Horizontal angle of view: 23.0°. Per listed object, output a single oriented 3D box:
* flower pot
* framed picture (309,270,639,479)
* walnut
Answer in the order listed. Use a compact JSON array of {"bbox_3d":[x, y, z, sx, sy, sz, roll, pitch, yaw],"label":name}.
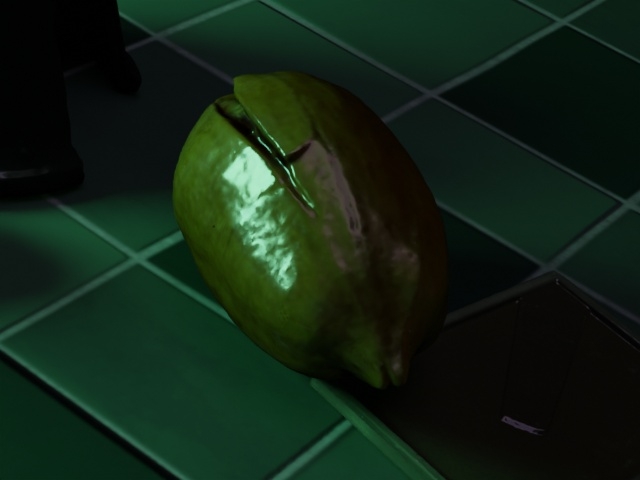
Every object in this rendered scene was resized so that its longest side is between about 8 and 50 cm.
[{"bbox_3d":[-0.336,-0.244,1.453,0.379,0.251,0.379,10,36,-7],"label":"flower pot"},{"bbox_3d":[0.182,0.137,1.328,0.324,0.020,0.240,-20,48,-42],"label":"framed picture"},{"bbox_3d":[0.000,0.000,1.293,0.209,0.209,0.336,-3,44,-27],"label":"walnut"}]
